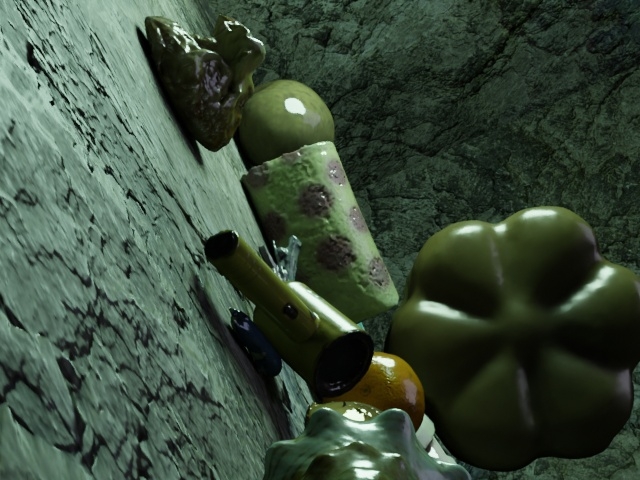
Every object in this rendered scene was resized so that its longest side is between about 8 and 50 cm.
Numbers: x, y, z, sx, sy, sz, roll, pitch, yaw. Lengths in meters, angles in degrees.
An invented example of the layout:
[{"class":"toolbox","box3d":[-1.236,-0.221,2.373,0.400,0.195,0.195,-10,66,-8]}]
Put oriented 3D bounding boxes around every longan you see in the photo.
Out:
[{"class":"longan","box3d":[-0.082,-0.240,2.170,0.246,0.215,0.246,40,-18,15]}]

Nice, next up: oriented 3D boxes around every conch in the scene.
[{"class":"conch","box3d":[0.048,0.249,0.806,0.386,0.169,0.203,58,33,-59]}]

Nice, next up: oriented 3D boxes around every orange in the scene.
[{"class":"orange","box3d":[0.080,0.244,1.501,0.124,0.156,0.156,60,7,-61]}]

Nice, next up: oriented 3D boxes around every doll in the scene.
[{"class":"doll","box3d":[-0.072,0.111,1.090,0.125,0.027,0.037,59,6,-49]}]

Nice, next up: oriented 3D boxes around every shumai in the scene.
[{"class":"shumai","box3d":[-0.150,-0.242,1.417,0.209,0.153,0.161,62,-4,-13]}]

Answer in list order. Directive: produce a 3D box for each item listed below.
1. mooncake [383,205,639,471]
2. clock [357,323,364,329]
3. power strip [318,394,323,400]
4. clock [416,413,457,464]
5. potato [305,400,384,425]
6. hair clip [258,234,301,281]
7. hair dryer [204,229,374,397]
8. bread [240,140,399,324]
[{"class":"mooncake","box3d":[0.342,0.173,1.774,0.262,0.467,0.467,71,-5,-77]},{"class":"clock","box3d":[0.045,0.199,2.013,0.274,0.094,0.223,64,2,8]},{"class":"power strip","box3d":[0.020,0.228,1.623,0.268,0.034,0.092,63,17,-53]},{"class":"clock","box3d":[0.181,0.444,1.656,0.342,0.184,0.326,72,-8,-60]},{"class":"potato","box3d":[0.073,0.318,1.308,0.299,0.116,0.239,-91,161,-80]},{"class":"hair clip","box3d":[-0.049,0.081,1.654,0.146,0.056,0.187,55,22,-59]},{"class":"hair dryer","box3d":[-0.051,0.064,1.116,0.135,0.090,0.279,38,-8,39]},{"class":"bread","box3d":[0.000,0.000,1.848,0.155,0.187,0.338,27,41,-82]}]
